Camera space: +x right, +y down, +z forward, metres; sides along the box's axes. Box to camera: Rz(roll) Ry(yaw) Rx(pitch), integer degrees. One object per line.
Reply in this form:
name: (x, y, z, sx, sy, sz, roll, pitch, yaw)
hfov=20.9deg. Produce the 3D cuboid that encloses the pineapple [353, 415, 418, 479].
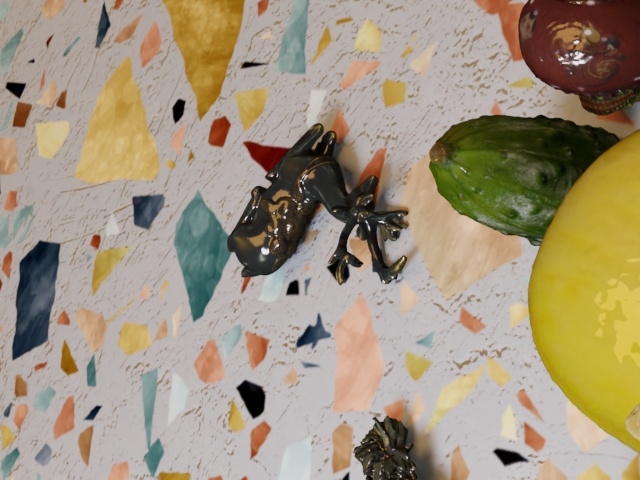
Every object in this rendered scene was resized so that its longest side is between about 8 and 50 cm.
pineapple: (0.080, 0.249, 1.771, 0.074, 0.074, 0.159, -47, 43, 25)

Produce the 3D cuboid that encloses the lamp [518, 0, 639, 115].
lamp: (0.270, -0.190, 1.675, 0.156, 0.157, 0.135, -69, -21, -58)

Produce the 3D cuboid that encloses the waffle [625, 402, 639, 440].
waffle: (0.435, 0.177, 1.269, 0.376, 0.114, 0.261, 46, 106, 25)

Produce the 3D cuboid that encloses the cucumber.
cucumber: (0.184, -0.062, 1.649, 0.134, 0.244, 0.134, -13, 71, 43)

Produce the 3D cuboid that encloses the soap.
soap: (0.375, 0.067, 1.459, 0.427, 0.115, 0.306, 32, 96, 32)

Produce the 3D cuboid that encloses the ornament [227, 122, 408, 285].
ornament: (0.000, 0.000, 1.950, 0.202, 0.080, 0.236, -56, 42, 11)
